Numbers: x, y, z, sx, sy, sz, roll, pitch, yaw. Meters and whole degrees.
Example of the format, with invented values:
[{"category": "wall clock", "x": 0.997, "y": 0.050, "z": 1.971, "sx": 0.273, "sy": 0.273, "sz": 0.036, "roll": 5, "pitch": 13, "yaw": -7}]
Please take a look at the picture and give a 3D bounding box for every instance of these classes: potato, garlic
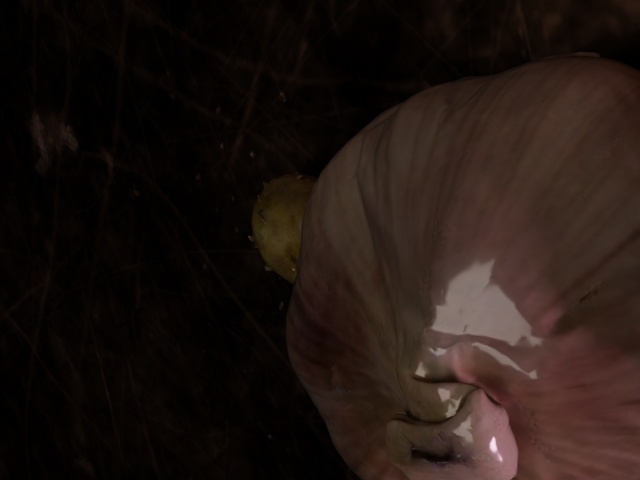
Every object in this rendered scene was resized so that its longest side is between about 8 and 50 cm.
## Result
[{"category": "potato", "x": 0.000, "y": 0.000, "z": 0.707, "sx": 0.138, "sy": 0.070, "sz": 0.091, "roll": 32, "pitch": 128, "yaw": 31}, {"category": "garlic", "x": 0.115, "y": 0.054, "z": 0.523, "sx": 0.322, "sy": 0.241, "sz": 0.321, "roll": 45, "pitch": 142, "yaw": 50}]
